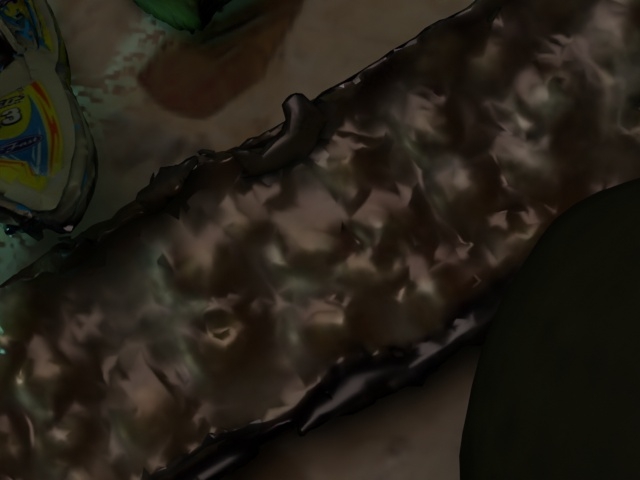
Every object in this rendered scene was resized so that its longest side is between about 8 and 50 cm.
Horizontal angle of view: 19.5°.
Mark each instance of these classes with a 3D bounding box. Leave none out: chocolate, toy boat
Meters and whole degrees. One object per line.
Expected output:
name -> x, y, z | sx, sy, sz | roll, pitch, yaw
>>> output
chocolate -> 0.001, 0.002, 0.597 | 0.329, 0.065, 0.102 | -31, 99, -5
toy boat -> -0.108, -0.041, 0.587 | 0.084, 0.066, 0.210 | -20, 27, -16

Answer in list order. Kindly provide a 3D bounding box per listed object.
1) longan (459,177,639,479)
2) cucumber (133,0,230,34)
longan -> 0.134, 0.071, 0.487 | 0.198, 0.198, 0.212 | -35, 47, -6
cucumber -> 0.020, -0.203, 0.677 | 0.067, 0.067, 0.293 | 30, 74, 18
